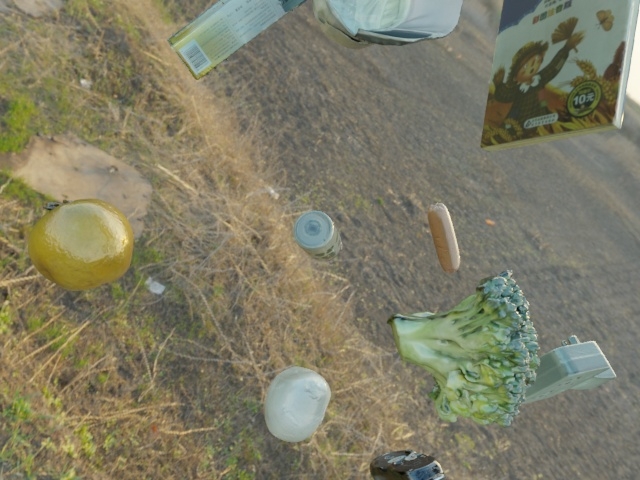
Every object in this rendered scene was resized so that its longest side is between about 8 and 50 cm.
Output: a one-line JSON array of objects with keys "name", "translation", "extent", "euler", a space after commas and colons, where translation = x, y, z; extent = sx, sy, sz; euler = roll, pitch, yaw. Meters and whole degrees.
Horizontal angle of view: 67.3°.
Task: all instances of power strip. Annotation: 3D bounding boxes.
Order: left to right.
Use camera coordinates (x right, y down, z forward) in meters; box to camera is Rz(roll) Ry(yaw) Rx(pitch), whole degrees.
[{"name": "power strip", "translation": [0.640, 0.328, 1.277], "extent": [0.261, 0.229, 0.141], "euler": [-1, 56, -27]}]

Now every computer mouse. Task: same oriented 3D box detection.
[{"name": "computer mouse", "translation": [0.223, 0.614, 1.250], "extent": [0.137, 0.233, 0.096], "euler": [-15, 83, -24]}]

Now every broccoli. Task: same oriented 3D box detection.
[{"name": "broccoli", "translation": [0.232, 0.183, 0.798], "extent": [0.245, 0.288, 0.248], "euler": [-3, 14, 11]}]

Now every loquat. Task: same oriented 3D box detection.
[{"name": "loquat", "translation": [-0.505, 0.004, 1.024], "extent": [0.208, 0.208, 0.208], "euler": [27, 34, -20]}]

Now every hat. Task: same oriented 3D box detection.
[{"name": "hat", "translation": [0.119, -0.444, 0.877], "extent": [0.275, 0.232, 0.161], "euler": [11, 1, 12]}]

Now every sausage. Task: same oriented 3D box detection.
[{"name": "sausage", "translation": [0.469, -0.008, 1.824], "extent": [0.289, 0.086, 0.086], "euler": [69, 26, -20]}]

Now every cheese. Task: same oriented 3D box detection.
[{"name": "cheese", "translation": [-0.070, 0.439, 1.286], "extent": [0.154, 0.198, 0.189], "euler": [16, 81, -19]}]

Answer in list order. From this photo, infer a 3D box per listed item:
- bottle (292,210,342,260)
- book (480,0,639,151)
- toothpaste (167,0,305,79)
[{"name": "bottle", "translation": [0.000, 0.000, 1.445], "extent": [0.120, 0.120, 0.253], "euler": [51, -2, 18]}, {"name": "book", "translation": [0.451, -0.397, 0.913], "extent": [0.039, 0.428, 0.300], "euler": [11, -3, -25]}, {"name": "toothpaste", "translation": [-0.152, -0.451, 0.956], "extent": [0.089, 0.313, 0.071], "euler": [53, 2, -37]}]
